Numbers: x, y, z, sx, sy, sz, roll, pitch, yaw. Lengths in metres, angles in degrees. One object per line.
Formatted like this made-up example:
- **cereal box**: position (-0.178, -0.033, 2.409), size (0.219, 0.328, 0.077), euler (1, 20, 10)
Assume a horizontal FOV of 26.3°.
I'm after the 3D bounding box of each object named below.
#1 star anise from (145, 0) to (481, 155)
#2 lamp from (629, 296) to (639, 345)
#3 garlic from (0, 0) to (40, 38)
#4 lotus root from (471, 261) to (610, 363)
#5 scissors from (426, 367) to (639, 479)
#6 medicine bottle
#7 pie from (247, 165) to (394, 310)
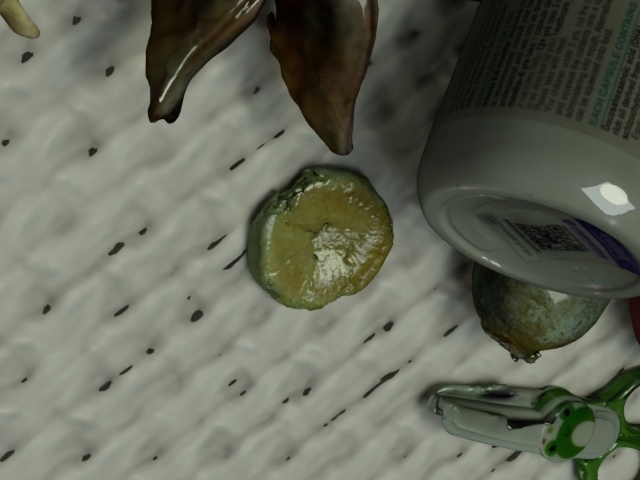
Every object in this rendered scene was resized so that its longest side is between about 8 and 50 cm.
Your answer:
- **star anise**: position (-0.013, -0.175, 0.621), size (0.288, 0.088, 0.288), euler (-9, 106, -34)
- **lamp**: position (0.242, 0.040, 0.834), size (0.107, 0.092, 0.107), euler (-1, 139, -1)
- **garlic**: position (-0.202, -0.094, 0.478), size (0.203, 0.185, 0.281), euler (20, 94, 0)
- **lotus root**: position (0.136, -0.009, 0.771), size (0.088, 0.088, 0.165), euler (16, 91, -31)
- **scissors**: position (0.150, 0.117, 0.858), size (0.204, 0.027, 0.101), euler (11, 102, -32)
- **medicine bottle**: position (0.141, -0.092, 0.682), size (0.135, 0.135, 0.215), euler (34, 68, -33)
- **pie**: position (0.000, 0.000, 0.738), size (0.084, 0.020, 0.084), euler (-9, 114, -21)
